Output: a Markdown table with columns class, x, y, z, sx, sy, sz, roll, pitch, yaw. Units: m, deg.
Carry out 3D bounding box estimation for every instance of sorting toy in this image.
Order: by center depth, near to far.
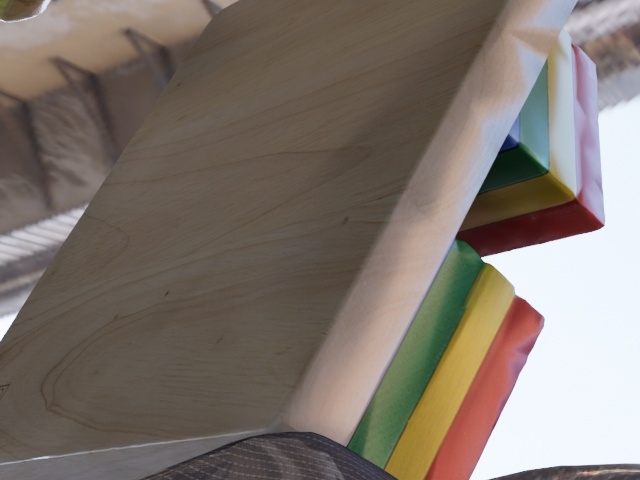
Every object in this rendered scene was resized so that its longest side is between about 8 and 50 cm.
| class | x | y | z | sx | sy | sz | roll | pitch | yaw |
| --- | --- | --- | --- | --- | --- | --- | --- | --- | --- |
| sorting toy | 0.000 | 0.000 | 0.672 | 0.257 | 0.089 | 0.255 | -16 | -141 | 54 |

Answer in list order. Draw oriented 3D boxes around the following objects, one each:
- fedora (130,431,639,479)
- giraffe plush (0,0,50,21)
| class | x | y | z | sx | sy | sz | roll | pitch | yaw |
| --- | --- | --- | --- | --- | --- | --- | --- | --- | --- |
| fedora | -0.025 | 0.139 | 0.418 | 0.275 | 0.243 | 0.124 | -51 | -134 | -1 |
| giraffe plush | -0.247 | -0.297 | 1.394 | 0.210 | 0.170 | 0.181 | 31 | -106 | 6 |
